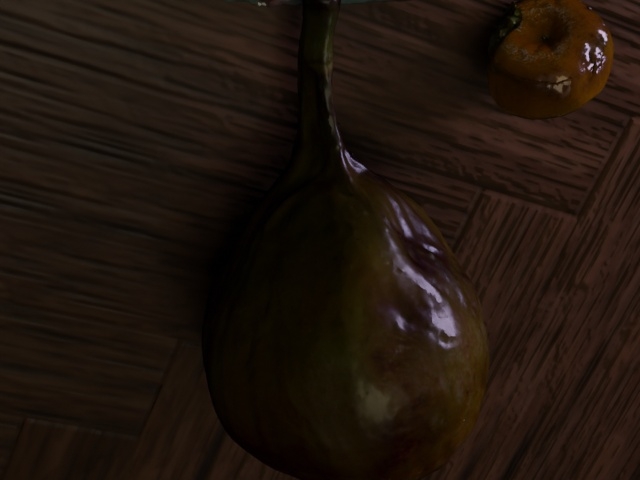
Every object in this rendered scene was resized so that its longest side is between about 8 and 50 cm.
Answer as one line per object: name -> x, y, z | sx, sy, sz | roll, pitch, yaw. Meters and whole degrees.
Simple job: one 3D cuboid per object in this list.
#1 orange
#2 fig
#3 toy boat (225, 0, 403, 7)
orange -> 0.147, -0.114, 0.805 | 0.086, 0.086, 0.062 | -28, 147, -2
fig -> 0.033, 0.006, 0.786 | 0.190, 0.190, 0.290 | 13, 97, -25
toy boat -> 0.037, -0.200, 0.721 | 0.282, 0.096, 0.206 | -28, 137, 9
